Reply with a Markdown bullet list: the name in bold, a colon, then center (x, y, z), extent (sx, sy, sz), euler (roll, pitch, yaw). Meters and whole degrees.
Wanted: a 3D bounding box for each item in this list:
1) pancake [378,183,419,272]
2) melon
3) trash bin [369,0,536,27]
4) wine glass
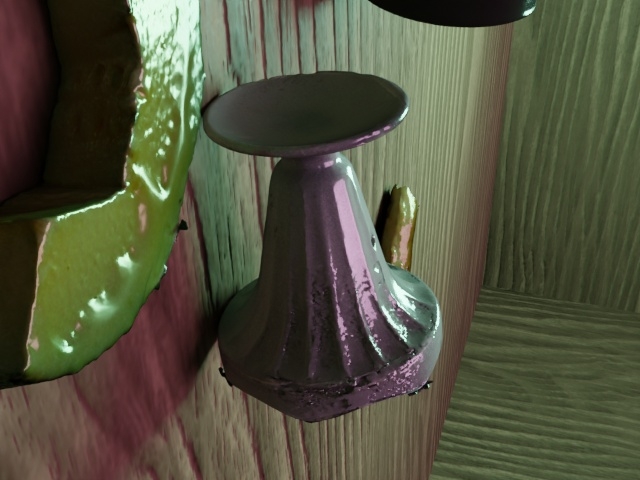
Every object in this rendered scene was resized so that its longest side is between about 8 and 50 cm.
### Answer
- **pancake**: center (0.115, 0.064, 1.193), extent (0.244, 0.057, 0.266), euler (29, 71, -75)
- **melon**: center (-0.099, -0.034, 0.354), extent (0.118, 0.064, 0.209), euler (37, 62, -68)
- **trash bin**: center (0.132, -0.369, 0.696), extent (0.214, 0.214, 0.333), euler (-62, 162, -48)
- **wine glass**: center (0.000, 0.000, 0.556), extent (0.165, 0.165, 0.196), euler (-60, 151, -51)
